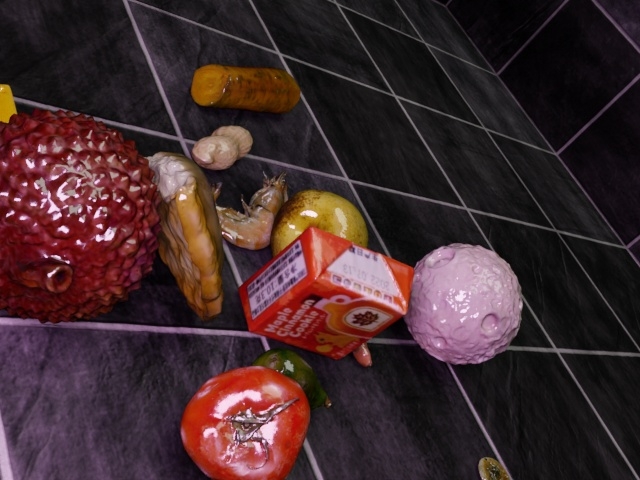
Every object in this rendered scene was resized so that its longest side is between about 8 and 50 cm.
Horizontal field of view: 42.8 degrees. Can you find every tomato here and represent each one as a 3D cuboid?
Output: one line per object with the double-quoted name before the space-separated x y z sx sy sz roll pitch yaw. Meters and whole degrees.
"tomato" -0.107 0.263 1.171 0.187 0.187 0.151 42 -8 -1

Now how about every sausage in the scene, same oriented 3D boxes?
"sausage" 0.062 0.177 1.596 0.042 0.036 0.158 18 38 -50

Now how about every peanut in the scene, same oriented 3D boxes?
"peanut" -0.207 -0.195 1.721 0.082 0.082 0.187 42 32 -1

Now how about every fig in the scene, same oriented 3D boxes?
"fig" -0.049 0.243 1.330 0.177 0.117 0.117 32 28 -50

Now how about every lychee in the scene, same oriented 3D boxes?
"lychee" -0.363 -0.035 1.120 0.306 0.306 0.330 27 27 -24

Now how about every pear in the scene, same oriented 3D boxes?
"pear" 0.000 0.000 1.602 0.197 0.197 0.197 29 33 -21

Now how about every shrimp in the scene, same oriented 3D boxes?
"shrimp" -0.152 -0.088 1.674 0.169 0.058 0.296 34 35 -10

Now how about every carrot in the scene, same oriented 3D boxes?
"carrot" -0.168 -0.363 1.947 0.302 0.114 0.114 -7 56 -52

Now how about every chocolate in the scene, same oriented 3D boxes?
"chocolate" 0.009 0.103 1.443 0.235 0.237 0.108 23 48 -29

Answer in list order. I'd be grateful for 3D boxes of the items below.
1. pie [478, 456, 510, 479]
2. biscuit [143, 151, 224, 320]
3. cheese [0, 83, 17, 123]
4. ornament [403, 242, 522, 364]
"pie" 0.336 0.454 1.576 0.084 0.021 0.084 30 32 -21
"biscuit" -0.234 -0.041 1.297 0.078 0.329 0.335 -23 57 -21
"cheese" -0.524 -0.158 1.292 0.126 0.093 0.171 -12 61 -55
"ornament" 0.294 0.124 1.710 0.225 0.259 0.259 60 22 -26
